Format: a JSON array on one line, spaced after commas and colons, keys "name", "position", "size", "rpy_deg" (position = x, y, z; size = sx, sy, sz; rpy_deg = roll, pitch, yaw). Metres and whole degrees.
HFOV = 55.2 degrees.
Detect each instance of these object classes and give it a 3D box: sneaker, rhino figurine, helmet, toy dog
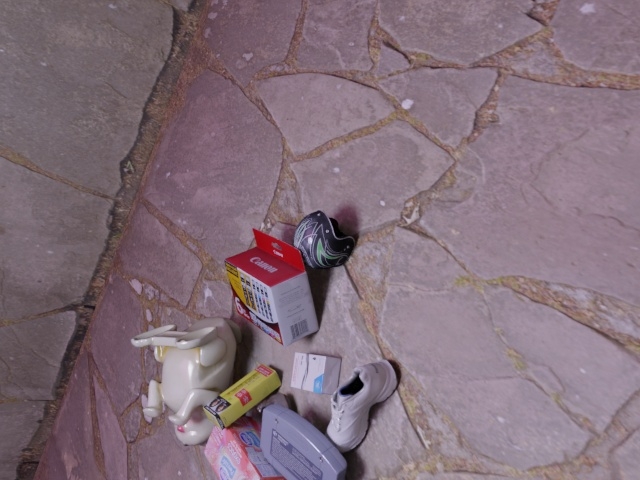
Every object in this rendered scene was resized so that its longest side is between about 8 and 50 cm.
[{"name": "sneaker", "position": [0.072, 0.422, 1.566], "size": [0.111, 0.129, 0.297], "rpy_deg": [45, 114, 46]}, {"name": "rhino figurine", "position": [-0.104, 0.556, 1.788], "size": [0.106, 0.073, 0.243], "rpy_deg": [-51, 47, 26]}, {"name": "helmet", "position": [0.000, 0.000, 1.782], "size": [0.169, 0.162, 0.169], "rpy_deg": [-22, 61, 46]}, {"name": "toy dog", "position": [-0.402, 0.474, 2.002], "size": [0.285, 0.395, 0.407], "rpy_deg": [-4, 97, 24]}]

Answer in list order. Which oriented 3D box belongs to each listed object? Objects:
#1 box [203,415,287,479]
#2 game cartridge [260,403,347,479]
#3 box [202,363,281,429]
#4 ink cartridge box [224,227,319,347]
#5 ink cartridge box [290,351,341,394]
[{"name": "box", "position": [-0.208, 0.664, 1.816], "size": [0.300, 0.154, 0.142], "rpy_deg": [35, 105, 51]}, {"name": "game cartridge", "position": [-0.049, 0.572, 1.630], "size": [0.294, 0.060, 0.195], "rpy_deg": [29, 127, 38]}, {"name": "box", "position": [-0.237, 0.476, 1.874], "size": [0.087, 0.232, 0.058], "rpy_deg": [14, 130, 53]}, {"name": "ink cartridge box", "position": [-0.162, 0.132, 1.866], "size": [0.310, 0.130, 0.271], "rpy_deg": [22, 129, 53]}, {"name": "ink cartridge box", "position": [-0.026, 0.380, 1.762], "size": [0.180, 0.060, 0.104], "rpy_deg": [-6, 73, 51]}]
